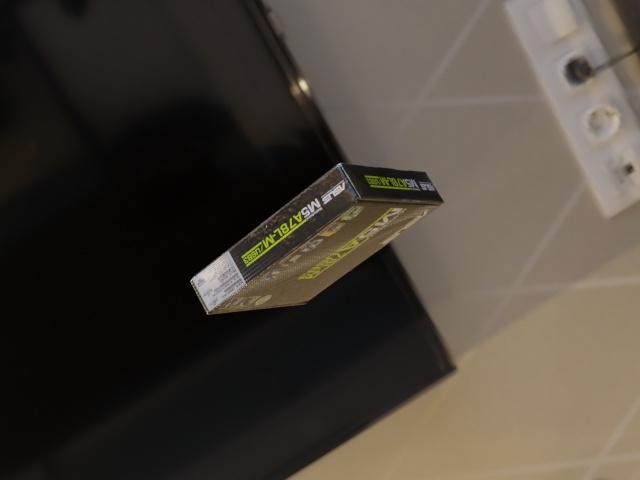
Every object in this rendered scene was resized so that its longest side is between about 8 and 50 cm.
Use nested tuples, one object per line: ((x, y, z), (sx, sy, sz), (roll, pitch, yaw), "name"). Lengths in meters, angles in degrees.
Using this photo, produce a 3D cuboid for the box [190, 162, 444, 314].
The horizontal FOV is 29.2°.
((0.000, 0.000, 1.151), (0.184, 0.190, 0.045), (4, -127, -61), "box")
